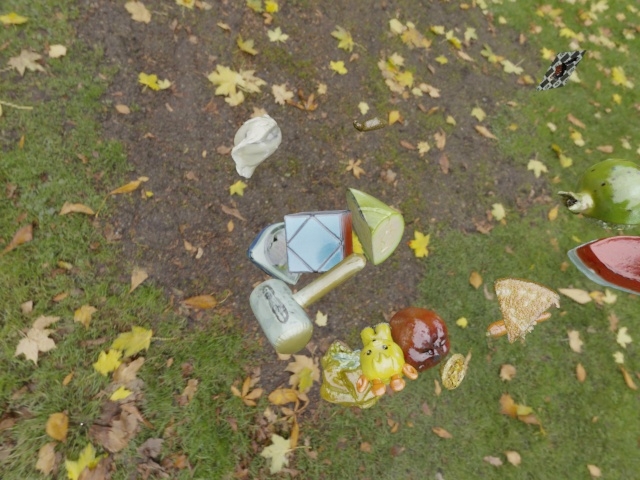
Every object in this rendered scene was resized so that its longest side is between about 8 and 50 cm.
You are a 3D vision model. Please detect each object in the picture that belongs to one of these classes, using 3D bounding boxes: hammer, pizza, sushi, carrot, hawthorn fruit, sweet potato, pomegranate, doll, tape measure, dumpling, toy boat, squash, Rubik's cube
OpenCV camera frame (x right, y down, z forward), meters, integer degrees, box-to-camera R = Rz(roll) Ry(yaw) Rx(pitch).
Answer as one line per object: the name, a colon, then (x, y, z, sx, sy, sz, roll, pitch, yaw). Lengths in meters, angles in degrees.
hammer: (-0.018, 0.124, 1.011, 0.305, 0.113, 0.202, -36, 51, -4)
pizza: (0.603, 0.214, 1.240, 0.062, 0.188, 0.198, 8, 99, -54)
sushi: (0.727, -0.525, 1.261, 0.120, 0.126, 0.026, -14, 55, -18)
carrot: (0.763, 0.323, 1.609, 0.271, 0.066, 0.062, -15, 51, -9)
hawthorn fruit: (0.449, 0.440, 1.899, 0.295, 0.295, 0.311, 14, 36, -25)
sweet potato: (0.134, -0.323, 1.147, 0.153, 0.041, 0.038, -18, 59, -42)
pomegranate: (0.994, -0.152, 1.425, 0.341, 0.260, 0.260, -7, 71, -9)
doll: (0.149, 0.299, 1.007, 0.143, 0.221, 0.135, -16, 108, 4)
tape measure: (-0.178, 0.048, 1.931, 0.259, 0.138, 0.262, 38, 79, -25)
dumpling: (-0.264, -0.397, 1.760, 0.187, 0.242, 0.318, 15, 39, 8)
toy boat: (0.819, 0.076, 1.051, 0.332, 0.133, 0.145, 18, 72, 17)
squash: (0.166, -0.089, 1.678, 0.210, 0.233, 0.309, -40, 52, -22)
Rubik's cube: (0.000, 0.000, 1.456, 0.207, 0.205, 0.205, -30, 117, -73)

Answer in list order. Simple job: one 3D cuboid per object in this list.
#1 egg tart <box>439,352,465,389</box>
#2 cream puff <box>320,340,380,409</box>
egg tart: (0.431, 0.427, 1.358, 0.129, 0.049, 0.128, -10, 106, -38)
cream puff: (0.131, 0.594, 1.718, 0.270, 0.324, 0.274, -51, 131, -50)
